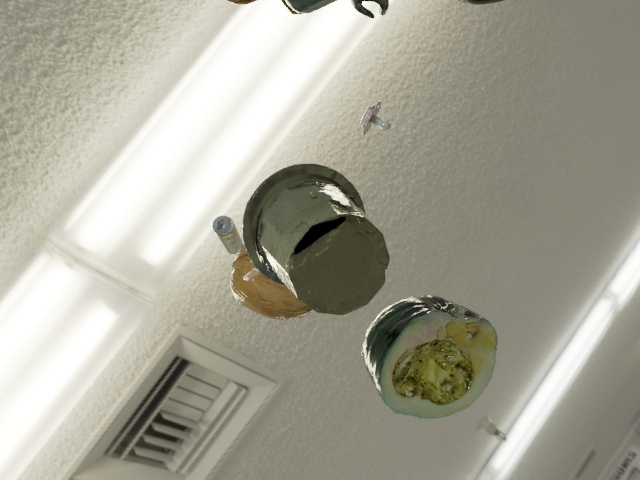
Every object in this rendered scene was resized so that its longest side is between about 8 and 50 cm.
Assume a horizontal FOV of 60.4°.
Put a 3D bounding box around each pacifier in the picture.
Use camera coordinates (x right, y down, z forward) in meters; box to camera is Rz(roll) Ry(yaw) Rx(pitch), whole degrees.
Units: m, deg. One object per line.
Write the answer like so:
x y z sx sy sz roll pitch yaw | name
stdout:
0.150 -0.315 1.452 0.099 0.078 0.081 -64 -11 13 | pacifier

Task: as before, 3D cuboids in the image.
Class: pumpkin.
0.231 0.242 1.260 0.293 0.197 0.263 17 -82 -27 | pumpkin

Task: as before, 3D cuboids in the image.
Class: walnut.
-0.088 0.080 1.139 0.197 0.165 0.165 20 -78 -2 | walnut

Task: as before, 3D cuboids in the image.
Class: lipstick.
-0.256 -0.012 1.538 0.059 0.059 0.264 -47 -5 -11 | lipstick

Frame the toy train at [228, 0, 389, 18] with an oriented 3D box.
-0.039 -0.345 0.444 0.369 0.163 0.231 41 -128 -41 | toy train

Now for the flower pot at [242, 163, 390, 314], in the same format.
0.000 0.000 0.820 0.213 0.202 0.212 -4 -75 -15 | flower pot

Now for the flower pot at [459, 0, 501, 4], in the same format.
0.339 -0.531 0.970 0.236 0.235 0.140 -20 -88 -33 | flower pot
